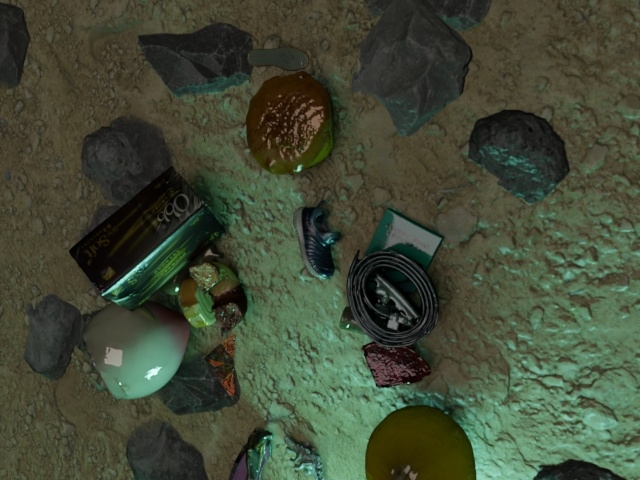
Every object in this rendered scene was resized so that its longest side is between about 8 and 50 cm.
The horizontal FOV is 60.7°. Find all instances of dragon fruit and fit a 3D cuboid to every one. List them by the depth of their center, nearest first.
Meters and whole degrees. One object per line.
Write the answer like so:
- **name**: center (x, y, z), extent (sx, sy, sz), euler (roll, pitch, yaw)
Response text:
- **dragon fruit**: center (0.201, 0.312, 1.408), extent (0.160, 0.120, 0.127), euler (-18, 76, 14)

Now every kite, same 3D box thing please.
- **kite**: center (-0.312, 0.372, 1.679), extent (0.125, 0.008, 0.223), euler (8, 100, 22)

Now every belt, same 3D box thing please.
- **belt**: center (0.170, 0.131, 1.336), extent (0.206, 0.116, 0.268), euler (-35, 82, 9)

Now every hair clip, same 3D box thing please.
- **hair clip**: center (-0.221, 0.732, 1.663), extent (0.110, 0.096, 0.359), euler (7, 111, -13)

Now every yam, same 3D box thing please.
- **yam**: center (0.136, 0.220, 1.438), extent (0.169, 0.068, 0.068), euler (12, 101, 23)

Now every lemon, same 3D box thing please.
- **lemon**: center (0.241, 0.537, 1.324), extent (0.292, 0.293, 0.293), euler (3, 98, 23)

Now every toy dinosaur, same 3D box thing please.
- **toy dinosaur**: center (-0.031, 0.647, 1.579), extent (0.082, 0.039, 0.209), euler (-42, 81, 20)

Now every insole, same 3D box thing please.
- **insole**: center (-0.117, -0.495, 1.485), extent (0.188, 0.004, 0.064), euler (9, 99, 21)

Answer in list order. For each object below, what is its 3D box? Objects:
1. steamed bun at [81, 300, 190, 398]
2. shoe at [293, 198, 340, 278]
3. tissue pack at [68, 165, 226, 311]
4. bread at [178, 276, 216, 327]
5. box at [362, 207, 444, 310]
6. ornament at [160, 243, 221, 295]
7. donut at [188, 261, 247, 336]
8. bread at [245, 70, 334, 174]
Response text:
- **steamed bun**: center (-0.526, 0.304, 1.633), extent (0.309, 0.309, 0.310), euler (3, 98, 23)
- **shoe**: center (0.000, 0.000, 1.451), extent (0.106, 0.091, 0.207), euler (-15, 87, 29)
- **tissue pack**: center (-0.467, -0.008, 1.515), extent (0.370, 0.210, 0.198), euler (-43, 68, -9)
- **bread**: center (-0.353, 0.182, 1.604), extent (0.073, 0.122, 0.149), euler (-11, 120, 19)
- **box**: center (0.193, 0.053, 1.404), extent (0.160, 0.042, 0.227), euler (30, 107, 18)
- **ornament**: center (-0.429, 0.060, 1.660), extent (0.244, 0.061, 0.230), euler (28, 104, 13)
- **donut**: center (-0.277, 0.146, 1.568), extent (0.085, 0.141, 0.217), euler (-29, 93, 14)
- **bread**: center (-0.077, -0.302, 1.421), extent (0.268, 0.145, 0.269), euler (2, 94, 25)
